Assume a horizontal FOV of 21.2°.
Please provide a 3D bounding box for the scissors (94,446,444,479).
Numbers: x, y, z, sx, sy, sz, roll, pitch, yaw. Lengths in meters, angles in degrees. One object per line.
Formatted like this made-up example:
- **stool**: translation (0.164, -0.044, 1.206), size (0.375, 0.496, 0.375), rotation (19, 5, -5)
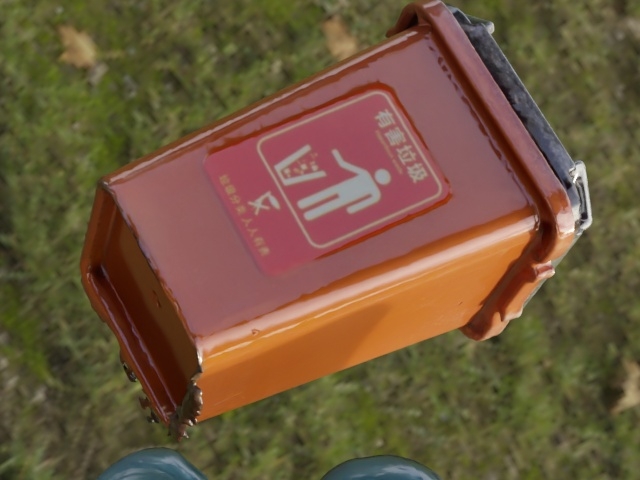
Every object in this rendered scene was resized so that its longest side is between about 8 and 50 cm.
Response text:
- **scissors**: translation (-0.028, 0.193, 0.439), size (0.041, 0.138, 0.289), rotation (53, 40, -63)

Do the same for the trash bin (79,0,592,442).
- **trash bin**: translation (0.000, 0.000, 0.912), size (0.239, 0.184, 0.161), rotation (-23, 72, -21)
